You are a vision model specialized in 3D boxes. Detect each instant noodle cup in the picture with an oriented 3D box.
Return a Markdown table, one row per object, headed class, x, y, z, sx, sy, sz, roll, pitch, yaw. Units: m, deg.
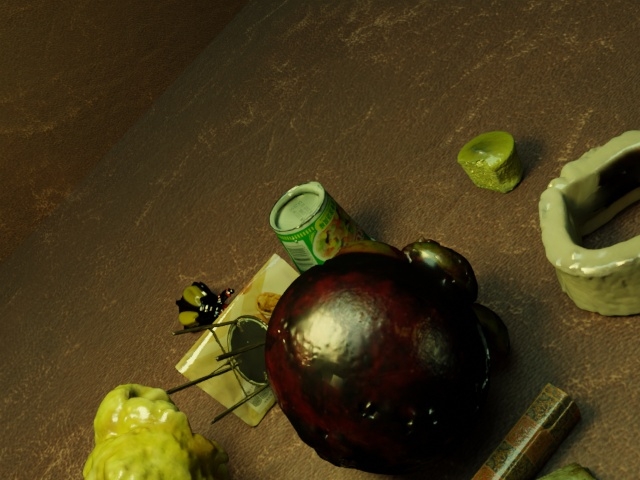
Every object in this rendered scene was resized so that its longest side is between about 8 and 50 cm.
| class | x | y | z | sx | sy | sz | roll | pitch | yaw |
| --- | --- | --- | --- | --- | --- | --- | --- | --- | --- |
| instant noodle cup | 0.000 | 0.000 | 1.457 | 0.207 | 0.233 | 0.207 | -22 | 40 | 20 |

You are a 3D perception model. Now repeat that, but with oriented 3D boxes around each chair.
| class | x | y | z | sx | sy | sz | roll | pitch | yaw |
| --- | --- | --- | --- | --- | --- | --- | --- | --- | --- |
| chair | -0.120 | 0.220 | 1.245 | 0.170 | 0.160 | 0.325 | 20 | 22 | 35 |

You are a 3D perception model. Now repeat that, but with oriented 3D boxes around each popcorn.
| class | x | y | z | sx | sy | sz | roll | pitch | yaw |
| --- | --- | --- | --- | --- | --- | --- | --- | --- | --- |
| popcorn | -0.297 | 0.449 | 1.143 | 0.293 | 0.334 | 0.292 | -26 | 34 | -38 |

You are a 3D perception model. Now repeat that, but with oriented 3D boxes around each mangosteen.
| class | x | y | z | sx | sy | sz | roll | pitch | yaw |
| --- | --- | --- | --- | --- | --- | --- | --- | --- | --- |
| mangosteen | 0.113 | 0.193 | 1.097 | 0.381 | 0.381 | 0.421 | 1 | 19 | 39 |

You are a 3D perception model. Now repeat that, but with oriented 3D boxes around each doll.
| class | x | y | z | sx | sy | sz | roll | pitch | yaw |
| --- | --- | --- | --- | --- | --- | --- | --- | --- | --- |
| doll | -0.283 | 0.173 | 1.621 | 0.248 | 0.088 | 0.127 | 13 | 59 | 40 |

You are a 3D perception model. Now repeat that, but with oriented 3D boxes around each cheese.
| class | x | y | z | sx | sy | sz | roll | pitch | yaw |
| --- | --- | --- | --- | --- | --- | --- | --- | --- | --- |
| cheese | 0.548 | -0.034 | 1.134 | 0.332 | 0.153 | 0.292 | -30 | 38 | 7 |

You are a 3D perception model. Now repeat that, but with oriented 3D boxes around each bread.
| class | x | y | z | sx | sy | sz | roll | pitch | yaw |
| --- | --- | --- | --- | --- | --- | --- | --- | --- | --- |
| bread | 0.384 | -0.178 | 1.434 | 0.111 | 0.114 | 0.129 | -46 | 38 | -12 |

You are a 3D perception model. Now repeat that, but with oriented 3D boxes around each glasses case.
| class | x | y | z | sx | sy | sz | roll | pitch | yaw |
| --- | --- | --- | --- | --- | --- | --- | --- | --- | --- |
| glasses case | 0.316 | 0.331 | 1.001 | 0.218 | 0.075 | 0.049 | -46 | 42 | -12 |

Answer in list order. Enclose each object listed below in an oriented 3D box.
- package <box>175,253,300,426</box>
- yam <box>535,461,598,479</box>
| class | x | y | z | sx | sy | sz | roll | pitch | yaw |
| --- | --- | --- | --- | --- | --- | --- | --- | --- | --- |
| package | -0.143 | 0.204 | 1.404 | 0.311 | 0.221 | 0.165 | -52 | 22 | -11 |
| yam | 0.296 | 0.413 | 0.917 | 0.259 | 0.106 | 0.106 | -42 | 38 | -4 |
